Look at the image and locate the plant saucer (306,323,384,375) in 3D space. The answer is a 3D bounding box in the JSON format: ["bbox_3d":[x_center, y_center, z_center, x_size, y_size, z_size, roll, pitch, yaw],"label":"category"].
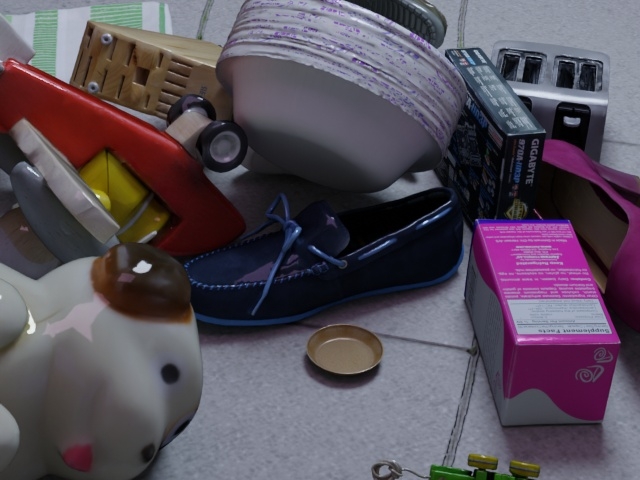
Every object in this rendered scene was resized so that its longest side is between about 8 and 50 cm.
[{"bbox_3d":[0.026,0.121,1.481,0.083,0.015,0.083,2,35,-1],"label":"plant saucer"}]

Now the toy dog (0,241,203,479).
[{"bbox_3d":[-0.312,0.119,1.264,0.408,0.284,0.395,5,27,-4],"label":"toy dog"}]

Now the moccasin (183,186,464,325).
[{"bbox_3d":[0.000,0.000,1.562,0.342,0.117,0.138,-15,39,-24],"label":"moccasin"}]

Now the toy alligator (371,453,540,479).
[{"bbox_3d":[0.144,0.230,1.308,0.190,0.056,0.051,8,-7,9],"label":"toy alligator"}]

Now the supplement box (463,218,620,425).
[{"bbox_3d":[0.229,0.082,1.468,0.114,0.111,0.220,0,36,-5],"label":"supplement box"}]

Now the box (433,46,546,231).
[{"bbox_3d":[0.199,-0.109,1.685,0.051,0.175,0.220,-6,35,-14],"label":"box"}]

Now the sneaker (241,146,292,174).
[{"bbox_3d":[0.012,-0.117,1.767,0.235,0.090,0.095,-10,46,-15],"label":"sneaker"}]

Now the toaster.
[{"bbox_3d":[0.302,-0.182,1.854,0.168,0.110,0.185,10,35,8],"label":"toaster"}]

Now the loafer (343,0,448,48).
[{"bbox_3d":[0.105,-0.363,2.110,0.087,0.094,0.251,-31,47,-33],"label":"loafer"}]

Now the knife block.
[{"bbox_3d":[-0.168,-0.215,1.813,0.276,0.088,0.242,18,15,-4],"label":"knife block"}]

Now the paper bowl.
[{"bbox_3d":[0.014,-0.156,1.595,0.284,0.284,0.148,18,75,20],"label":"paper bowl"}]

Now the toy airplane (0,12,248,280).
[{"bbox_3d":[-0.303,-0.085,1.530,0.384,0.272,0.386,30,9,15],"label":"toy airplane"}]

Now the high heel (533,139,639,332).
[{"bbox_3d":[0.296,-0.009,1.583,0.181,0.127,0.377,15,20,-5],"label":"high heel"}]

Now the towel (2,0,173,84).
[{"bbox_3d":[-0.373,-0.277,2.001,0.325,0.038,0.248,-3,36,-9],"label":"towel"}]
